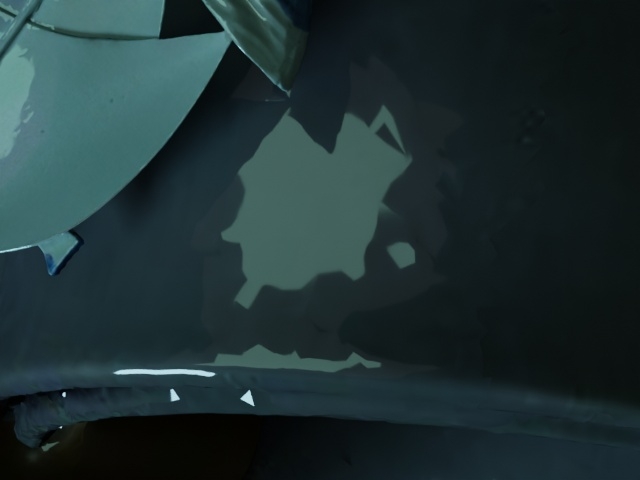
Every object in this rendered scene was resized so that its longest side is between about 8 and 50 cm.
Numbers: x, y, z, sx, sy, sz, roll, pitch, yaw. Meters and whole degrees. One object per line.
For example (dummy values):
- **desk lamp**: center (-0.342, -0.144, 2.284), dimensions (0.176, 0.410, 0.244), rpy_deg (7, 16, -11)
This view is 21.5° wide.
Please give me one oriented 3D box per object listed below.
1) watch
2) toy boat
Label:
- **watch**: center (0.000, 0.000, 0.519), dimensions (0.327, 0.335, 0.314), rpy_deg (-10, 67, 42)
- **toy boat**: center (-0.055, -0.041, 0.392), dimensions (0.105, 0.034, 0.149), rpy_deg (19, 86, 28)
